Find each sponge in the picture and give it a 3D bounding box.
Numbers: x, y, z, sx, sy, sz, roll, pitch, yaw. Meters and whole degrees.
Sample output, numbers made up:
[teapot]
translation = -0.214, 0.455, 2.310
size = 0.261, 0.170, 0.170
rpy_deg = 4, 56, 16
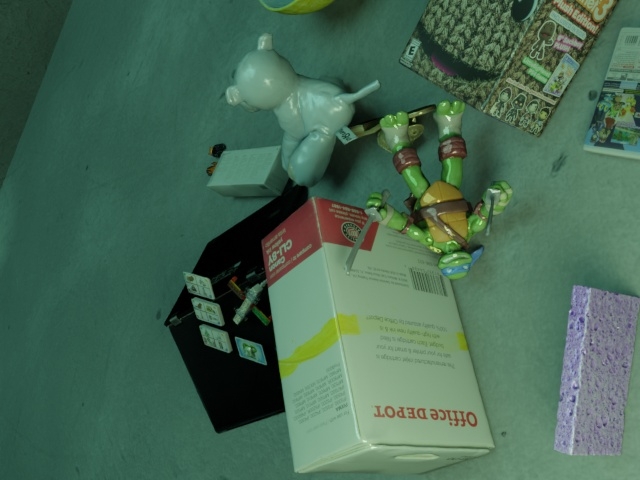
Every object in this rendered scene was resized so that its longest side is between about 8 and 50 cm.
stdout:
[sponge]
translation = 0.354, 0.166, 0.980
size = 0.031, 0.117, 0.210
rpy_deg = 3, 81, 52

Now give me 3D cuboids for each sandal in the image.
[sandal]
translation = 0.139, -0.191, 1.410
size = 0.240, 0.088, 0.079
rpy_deg = -1, 109, 58

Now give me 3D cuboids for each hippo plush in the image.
[hippo plush]
translation = -0.071, -0.249, 1.475
size = 0.234, 0.236, 0.294
rpy_deg = -65, 16, 5

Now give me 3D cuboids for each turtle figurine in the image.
[turtle figurine]
translation = 0.173, -0.085, 1.153
size = 0.197, 0.274, 0.266
rpy_deg = -25, 67, 38

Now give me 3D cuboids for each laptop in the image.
[laptop]
translation = -0.135, 0.150, 1.668
size = 0.382, 0.236, 0.408
rpy_deg = -29, 29, 42

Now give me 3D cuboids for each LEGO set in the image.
[LEGO set]
translation = -0.156, 0.150, 1.521
size = 0.244, 0.060, 0.183
rpy_deg = 10, 124, 39

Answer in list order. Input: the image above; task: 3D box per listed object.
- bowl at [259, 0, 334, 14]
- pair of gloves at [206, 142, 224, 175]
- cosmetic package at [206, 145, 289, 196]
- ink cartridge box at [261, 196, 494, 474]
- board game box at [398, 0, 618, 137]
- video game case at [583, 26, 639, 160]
[bowl]
translation = 0.003, -0.597, 1.616
size = 0.289, 0.156, 0.290
rpy_deg = -19, 65, 46
[pair of gloves]
translation = -0.266, -0.205, 1.943
size = 0.074, 0.010, 0.083
rpy_deg = -8, 70, 51
[cosmetic package]
translation = -0.158, -0.154, 1.740
size = 0.239, 0.060, 0.099
rpy_deg = 4, 68, 52
[ink cartridge box]
translation = 0.080, 0.156, 1.188
size = 0.160, 0.279, 0.385
rpy_deg = -37, 52, 40
[board game box]
translation = 0.296, -0.349, 1.191
size = 0.232, 0.141, 0.291
rpy_deg = 45, 114, 47
[video game case]
translation = 0.468, -0.194, 1.028
size = 0.201, 0.023, 0.184
rpy_deg = 21, 95, 51
